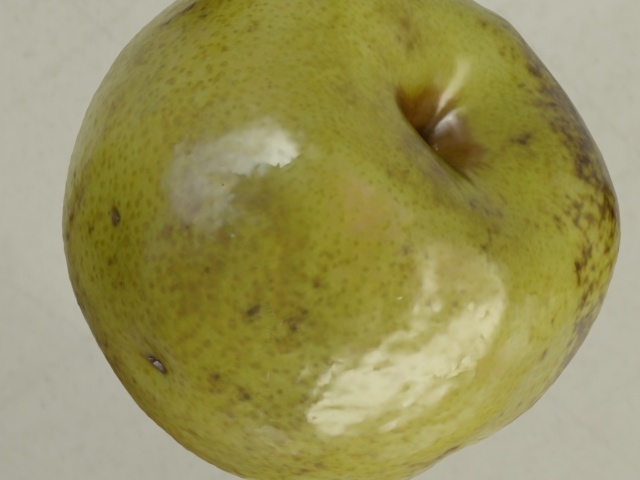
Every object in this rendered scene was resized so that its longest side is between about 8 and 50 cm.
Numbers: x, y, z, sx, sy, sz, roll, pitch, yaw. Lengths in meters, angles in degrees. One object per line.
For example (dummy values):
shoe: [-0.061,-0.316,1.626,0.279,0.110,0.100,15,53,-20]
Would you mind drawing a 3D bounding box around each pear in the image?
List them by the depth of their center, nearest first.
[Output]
pear: [0.000,0.000,0.723,0.197,0.197,0.197,-9,131,-10]
